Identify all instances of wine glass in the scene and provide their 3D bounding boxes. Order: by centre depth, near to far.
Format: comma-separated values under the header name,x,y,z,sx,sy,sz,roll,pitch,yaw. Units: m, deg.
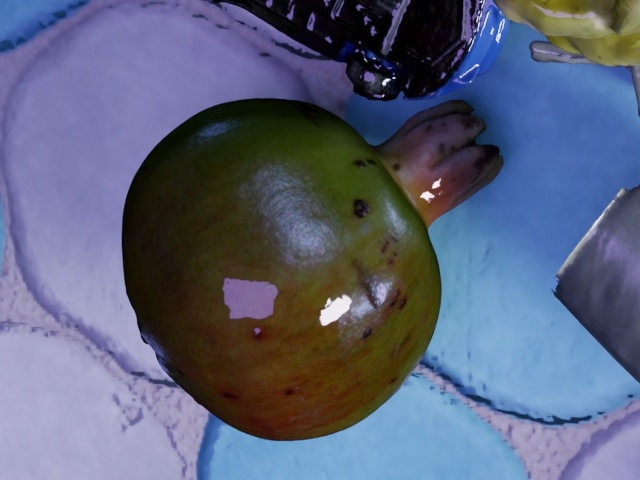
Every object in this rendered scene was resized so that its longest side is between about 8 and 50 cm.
name,x,y,z,sx,sy,sz,roll,pitch,yaw
wine glass,0.215,0.050,0.939,0.204,0.111,0.111,38,118,9

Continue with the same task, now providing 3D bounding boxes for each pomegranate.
name,x,y,z,sx,sy,sz,roll,pitch,yaw
pomegranate,0.000,0.000,1.011,0.209,0.180,0.180,-31,92,-6

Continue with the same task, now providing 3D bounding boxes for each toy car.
name,x,y,z,sx,sy,sz,roll,pitch,yaw
toy car,0.003,-0.149,1.005,0.216,0.063,0.103,30,114,17

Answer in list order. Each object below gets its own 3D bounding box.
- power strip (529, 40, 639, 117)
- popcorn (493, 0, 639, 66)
name,x,y,z,sx,sy,sz,roll,pitch,yaw
power strip,0.185,-0.096,0.947,0.175,0.042,0.075,1,108,26
popcorn,0.157,-0.161,0.810,0.286,0.225,0.174,0,122,-1
